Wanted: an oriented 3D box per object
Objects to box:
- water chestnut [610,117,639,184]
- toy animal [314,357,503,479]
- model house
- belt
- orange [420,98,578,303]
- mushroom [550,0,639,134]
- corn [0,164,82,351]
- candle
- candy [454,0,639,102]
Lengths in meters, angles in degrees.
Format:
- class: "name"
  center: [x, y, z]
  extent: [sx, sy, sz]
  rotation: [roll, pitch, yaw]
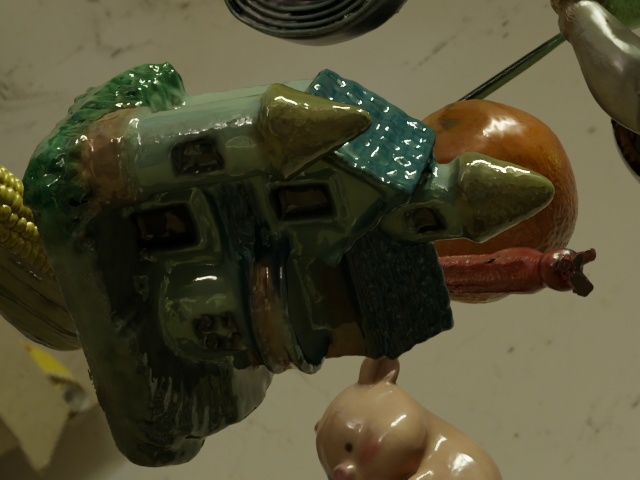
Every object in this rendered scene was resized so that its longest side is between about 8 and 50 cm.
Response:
- class: "water chestnut"
  center: [0.549, -0.161, 1.523]
  extent: [0.300, 0.300, 0.300]
  rotation: [46, -14, 15]
- class: "toy animal"
  center: [0.103, 0.306, 1.438]
  extent: [0.256, 0.213, 0.195]
  rotation: [36, -55, 1]
- class: "model house"
  center: [0.000, 0.000, 0.791]
  extent: [0.194, 0.325, 0.267]
  rotation: [-64, 143, -60]
- class: "belt"
  center: [-0.001, -0.336, 1.327]
  extent: [0.268, 0.206, 0.116]
  rotation: [9, 7, 30]
- class: "orange"
  center: [0.228, -0.056, 1.664]
  extent: [0.312, 0.312, 0.312]
  rotation: [46, -14, 15]
- class: "mushroom"
  center: [0.367, -0.230, 1.421]
  extent: [0.225, 0.116, 0.093]
  rotation: [50, -35, 28]
- class: "corn"
  center: [-0.321, 0.006, 1.124]
  extent: [0.122, 0.123, 0.305]
  rotation: [5, -31, 39]
- class: "candle"
  center: [0.174, 0.035, 1.204]
  extent: [0.329, 0.051, 0.048]
  rotation: [-5, -78, 59]
- class: "candy"
  center: [0.351, -0.300, 1.743]
  extent: [0.119, 0.440, 0.119]
  rotation: [52, 15, -20]
